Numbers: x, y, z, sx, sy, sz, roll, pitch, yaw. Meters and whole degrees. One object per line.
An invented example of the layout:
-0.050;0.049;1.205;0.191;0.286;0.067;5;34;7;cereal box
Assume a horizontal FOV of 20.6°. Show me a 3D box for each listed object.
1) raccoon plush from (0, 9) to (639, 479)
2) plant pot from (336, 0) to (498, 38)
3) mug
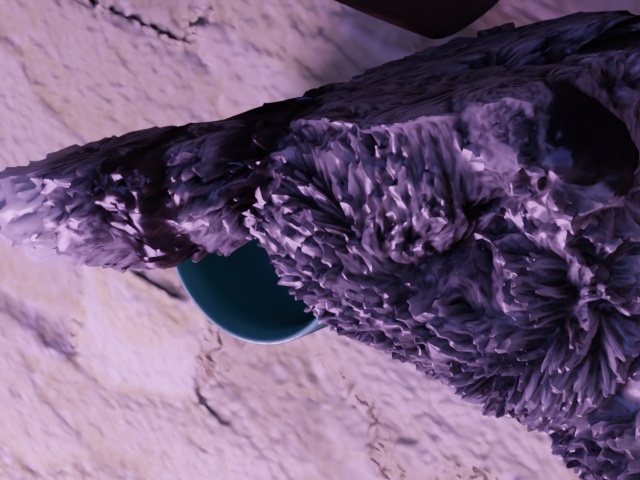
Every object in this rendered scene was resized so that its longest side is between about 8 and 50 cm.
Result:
0.069;0.052;0.971;0.446;0.216;0.299;-6;107;33;raccoon plush
0.013;-0.222;0.952;0.230;0.215;0.215;40;128;-18;plant pot
-0.008;0.002;1.095;0.129;0.097;0.158;-44;77;33;mug
